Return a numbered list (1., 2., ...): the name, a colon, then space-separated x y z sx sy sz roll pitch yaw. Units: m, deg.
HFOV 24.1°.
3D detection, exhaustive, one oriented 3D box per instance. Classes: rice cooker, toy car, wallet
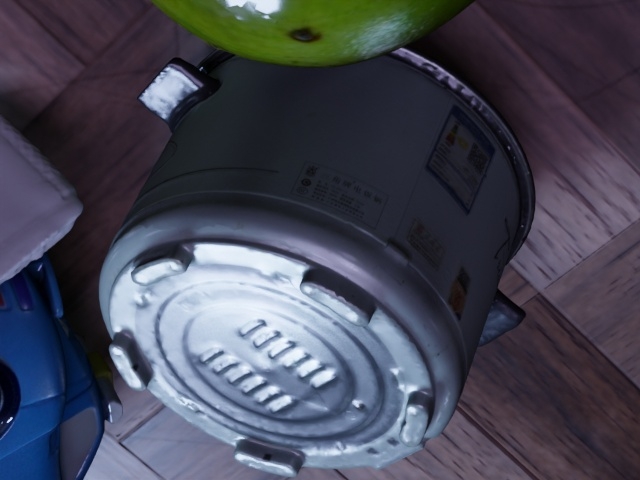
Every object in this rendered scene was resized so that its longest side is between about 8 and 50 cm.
1. rice cooker: 0.000 0.000 0.925 0.280 0.227 0.241 34 140 -13
2. toy car: -0.229 0.125 1.063 0.166 0.198 0.314 -15 124 -20
3. wallet: -0.248 -0.039 0.968 0.183 0.124 0.032 41 156 19

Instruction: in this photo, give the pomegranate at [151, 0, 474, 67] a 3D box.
1. pomegranate: 0.026 -0.247 0.758 0.359 0.216 0.309 -8 99 8
